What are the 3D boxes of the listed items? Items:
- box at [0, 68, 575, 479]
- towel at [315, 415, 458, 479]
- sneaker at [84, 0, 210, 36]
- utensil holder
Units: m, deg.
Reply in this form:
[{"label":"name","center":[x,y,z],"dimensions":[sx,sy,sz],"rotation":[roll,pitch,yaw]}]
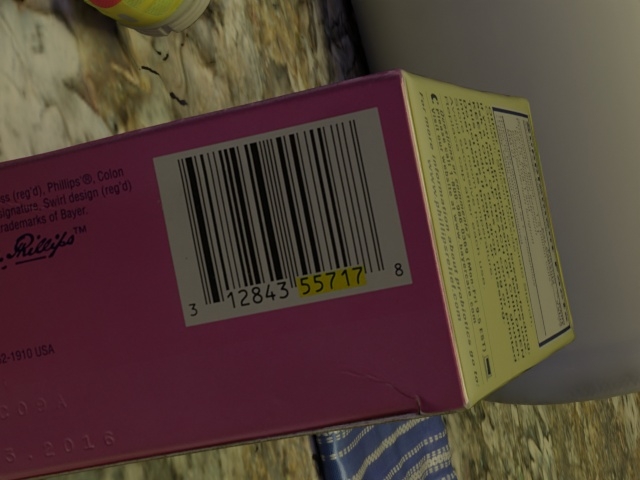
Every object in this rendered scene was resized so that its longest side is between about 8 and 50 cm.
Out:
[{"label":"box","center":[-0.025,0.014,0.663],"dimensions":[0.243,0.213,0.117],"rotation":[-6,85,-72]},{"label":"towel","center":[0.062,0.183,1.114],"dimensions":[0.243,0.040,0.336],"rotation":[-22,99,-71]},{"label":"sneaker","center":[-0.103,-0.205,0.789],"dimensions":[0.094,0.081,0.209],"rotation":[-25,103,-70]},{"label":"utensil holder","center":[0.212,-0.107,1.300],"dimensions":[0.327,0.327,0.386],"rotation":[-48,123,-69]}]
